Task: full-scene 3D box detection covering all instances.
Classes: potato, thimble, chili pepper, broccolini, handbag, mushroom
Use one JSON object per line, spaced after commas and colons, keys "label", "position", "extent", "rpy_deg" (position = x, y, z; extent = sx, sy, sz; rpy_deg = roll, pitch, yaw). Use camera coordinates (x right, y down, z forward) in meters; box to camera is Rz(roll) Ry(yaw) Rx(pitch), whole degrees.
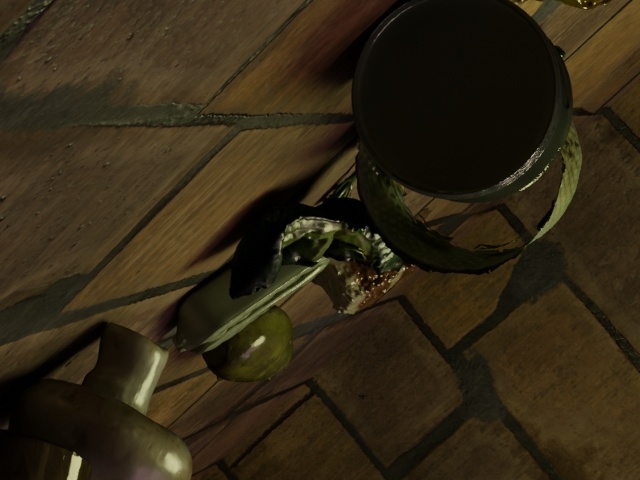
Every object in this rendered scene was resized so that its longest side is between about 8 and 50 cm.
{"label": "potato", "position": [-0.113, 0.157, 2.473], "extent": [0.149, 0.113, 0.251], "rpy_deg": [-34, 163, 7]}
{"label": "thimble", "position": [0.190, -0.096, 2.023], "extent": [0.271, 0.271, 0.150], "rpy_deg": [-44, 172, 20]}
{"label": "chili pepper", "position": [0.000, -0.005, 2.089], "extent": [0.264, 0.116, 0.148], "rpy_deg": [-1, 137, -37]}
{"label": "broccolini", "position": [0.048, -0.082, 2.218], "extent": [0.140, 0.035, 0.030], "rpy_deg": [-48, 171, 33]}
{"label": "handbag", "position": [-0.102, 0.079, 2.260], "extent": [0.256, 0.079, 0.219], "rpy_deg": [-35, 173, -19]}
{"label": "mushroom", "position": [-0.255, 0.219, 1.944], "extent": [0.243, 0.243, 0.243], "rpy_deg": [-39, 170, -8]}

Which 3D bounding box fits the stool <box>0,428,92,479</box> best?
{"label": "stool", "position": [-0.363, 0.354, 1.719], "extent": [0.179, 0.179, 0.264], "rpy_deg": [117, -14, -67]}

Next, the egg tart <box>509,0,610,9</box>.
{"label": "egg tart", "position": [0.331, -0.362, 1.775], "extent": [0.341, 0.129, 0.341], "rpy_deg": [-38, 171, -7]}

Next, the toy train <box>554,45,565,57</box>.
{"label": "toy train", "position": [0.263, -0.206, 2.247], "extent": [0.194, 0.120, 0.298], "rpy_deg": [-49, 168, 20]}

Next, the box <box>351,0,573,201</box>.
{"label": "box", "position": [0.156, -0.154, 1.728], "extent": [0.226, 0.226, 0.149], "rpy_deg": [-42, 171, 10]}

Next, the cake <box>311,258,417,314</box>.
{"label": "cake", "position": [0.064, 0.026, 2.492], "extent": [0.147, 0.135, 0.134], "rpy_deg": [-31, 168, -22]}
